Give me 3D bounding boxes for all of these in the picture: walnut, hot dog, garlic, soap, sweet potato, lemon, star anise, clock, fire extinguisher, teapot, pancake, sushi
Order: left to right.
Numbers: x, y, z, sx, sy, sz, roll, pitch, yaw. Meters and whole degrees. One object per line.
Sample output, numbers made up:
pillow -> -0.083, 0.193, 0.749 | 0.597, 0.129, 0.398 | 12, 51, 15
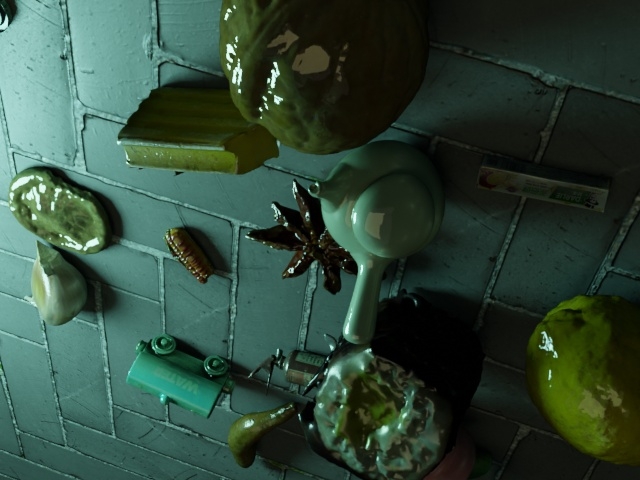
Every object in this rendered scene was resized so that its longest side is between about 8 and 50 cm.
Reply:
clock -> -0.581, -0.403, 1.552 | 0.085, 0.017, 0.085 | 13, 135, 13
garlic -> -0.617, 0.133, 2.040 | 0.128, 0.149, 0.266 | 4, 143, -33
pancake -> -0.548, -0.054, 1.858 | 0.236, 0.042, 0.222 | 42, 131, -19
hot dog -> -0.270, 0.032, 1.816 | 0.062, 0.038, 0.144 | -12, 126, 32
soap -> -0.190, -0.185, 1.481 | 0.257, 0.160, 0.080 | 7, 136, 20
sweet potato -> -0.166, 0.470, 2.172 | 0.108, 0.079, 0.346 | 9, 141, -25
fire extinguisher -> -0.034, 0.294, 1.913 | 0.252, 0.106, 0.075 | 12, 155, 13
star anise -> -0.001, -0.001, 1.629 | 0.288, 0.088, 0.288 | 14, 134, 15
walnut -> 0.001, -0.274, 1.224 | 0.332, 0.333, 0.333 | 13, 136, 13
teapot -> 0.111, -0.004, 1.465 | 0.219, 0.149, 0.318 | -14, 113, 0
sushi -> 0.133, 0.275, 1.645 | 0.281, 0.294, 0.299 | 46, 119, -4
lemon -> 0.498, 0.243, 1.501 | 0.285, 0.285, 0.316 | -32, 84, 42

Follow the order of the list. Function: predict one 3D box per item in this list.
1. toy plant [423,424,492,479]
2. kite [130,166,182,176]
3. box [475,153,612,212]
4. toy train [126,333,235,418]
toy plant -> 0.237, 0.485, 1.923 | 0.356, 0.211, 0.317 | 47, 166, -27
kite -> -0.246, -0.143, 1.566 | 0.189, 0.232, 0.009 | -11, 107, -18
box -> 0.354, -0.091, 1.411 | 0.207, 0.041, 0.050 | 12, 132, 13
toy train -> -0.326, 0.316, 2.034 | 0.248, 0.159, 0.101 | 24, 132, 4
